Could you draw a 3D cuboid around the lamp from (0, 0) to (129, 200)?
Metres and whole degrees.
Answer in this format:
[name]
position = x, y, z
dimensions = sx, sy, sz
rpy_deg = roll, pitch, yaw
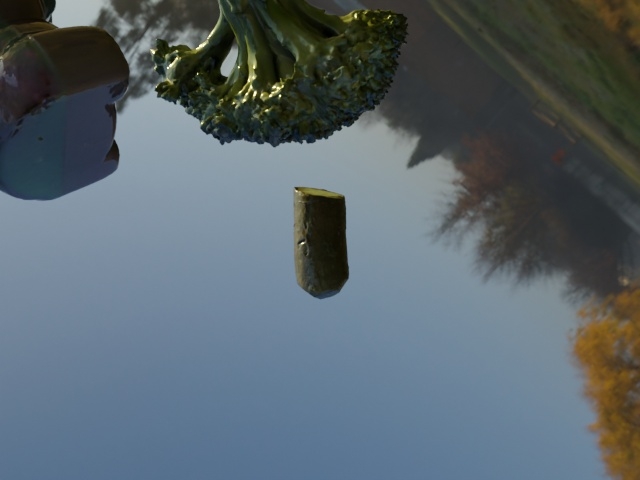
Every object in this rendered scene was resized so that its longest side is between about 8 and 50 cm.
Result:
[lamp]
position = -0.358, -0.175, 0.739
dimensions = 0.247, 0.247, 0.301
rpy_deg = -32, -112, -34

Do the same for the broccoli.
[broccoli]
position = -0.048, -0.308, 1.019
dimensions = 0.354, 0.396, 0.274
rpy_deg = 2, -146, -14

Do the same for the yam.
[yam]
position = 0.000, 0.000, 0.915
dimensions = 0.070, 0.070, 0.146
rpy_deg = 11, -106, -59
